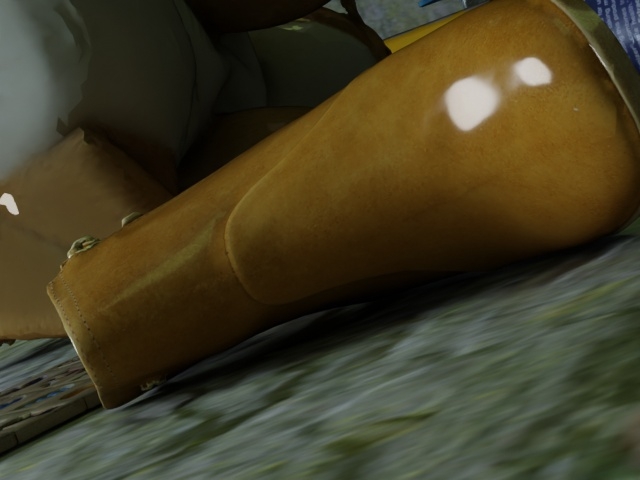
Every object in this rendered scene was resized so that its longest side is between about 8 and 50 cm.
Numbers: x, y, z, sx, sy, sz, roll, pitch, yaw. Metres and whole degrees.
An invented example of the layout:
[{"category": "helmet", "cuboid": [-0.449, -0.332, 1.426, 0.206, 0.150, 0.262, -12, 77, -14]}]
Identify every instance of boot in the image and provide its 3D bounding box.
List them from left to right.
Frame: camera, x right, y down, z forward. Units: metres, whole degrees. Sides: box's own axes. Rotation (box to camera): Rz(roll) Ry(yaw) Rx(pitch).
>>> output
[{"category": "boot", "cuboid": [-0.001, -0.001, 0.782, 0.211, 0.104, 0.295, -28, 2, -14]}]

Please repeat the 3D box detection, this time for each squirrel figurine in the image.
[{"category": "squirrel figurine", "cuboid": [-0.149, -0.075, 1.153, 0.397, 0.281, 0.370, -18, -3, 24]}]

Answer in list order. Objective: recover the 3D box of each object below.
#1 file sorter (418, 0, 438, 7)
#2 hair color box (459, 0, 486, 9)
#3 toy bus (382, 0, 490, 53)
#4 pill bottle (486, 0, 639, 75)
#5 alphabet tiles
[{"category": "file sorter", "cuboid": [0.145, -0.153, 1.353, 0.118, 0.170, 0.104, -25, 2, -39]}, {"category": "hair color box", "cuboid": [0.310, -0.265, 1.774, 0.374, 0.185, 0.113, -20, 6, 10]}, {"category": "toy bus", "cuboid": [0.119, -0.132, 1.581, 0.333, 0.108, 0.130, -19, 7, 21]}, {"category": "pill bottle", "cuboid": [0.179, -0.102, 0.894, 0.219, 0.122, 0.123, -17, 6, 44]}, {"category": "alphabet tiles", "cuboid": [-0.166, 0.089, 0.928, 0.237, 0.009, 0.198, -25, 6, -42]}]
